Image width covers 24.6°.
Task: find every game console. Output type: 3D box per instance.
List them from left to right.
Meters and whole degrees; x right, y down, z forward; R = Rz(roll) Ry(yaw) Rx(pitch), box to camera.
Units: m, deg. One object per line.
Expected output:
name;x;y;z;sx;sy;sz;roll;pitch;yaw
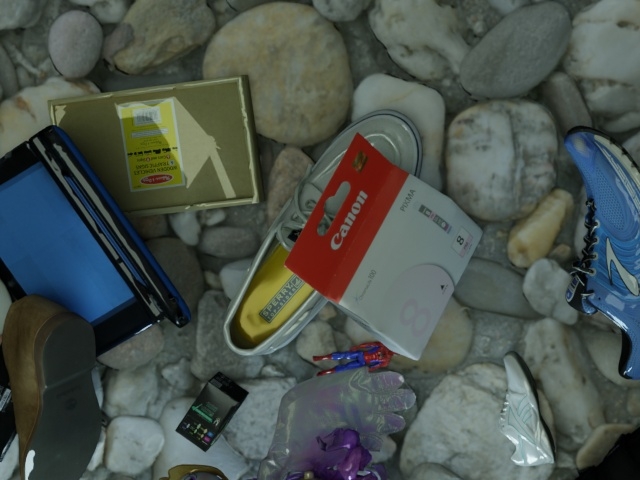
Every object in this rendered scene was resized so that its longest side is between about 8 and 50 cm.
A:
game console;-0.322;0.019;1.847;0.173;0.250;0.293;-36;100;-8

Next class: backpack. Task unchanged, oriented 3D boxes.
backpack;0.386;0.325;1.763;0.166;0.188;0.144;-42;88;12

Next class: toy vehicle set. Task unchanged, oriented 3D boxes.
toy vehicle set;-0.214;-0.117;1.904;0.267;0.035;0.166;-6;96;12

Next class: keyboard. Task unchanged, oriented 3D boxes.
keyboard;-0.439;0.204;1.991;0.100;0.038;0.192;27;105;-10

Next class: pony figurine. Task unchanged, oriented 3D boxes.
pony figurine;-0.027;0.317;1.765;0.351;0.363;0.302;-2;92;-16

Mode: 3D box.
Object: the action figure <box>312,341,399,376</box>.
action figure;0.049;0.153;1.891;0.115;0.030;0.038;-13;89;10

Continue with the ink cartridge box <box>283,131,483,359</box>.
ink cartridge box;0.082;0.011;1.749;0.066;0.232;0.189;18;74;41

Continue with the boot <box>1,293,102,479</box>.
boot;-0.364;0.209;1.935;0.115;0.112;0.305;30;124;37

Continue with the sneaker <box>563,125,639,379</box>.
sneaker;0.355;0.021;1.765;0.147;0.130;0.330;-21;92;10

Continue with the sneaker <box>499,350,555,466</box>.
sneaker;0.249;0.215;1.846;0.061;0.054;0.152;-15;94;15

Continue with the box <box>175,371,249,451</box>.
box;-0.142;0.224;1.916;0.052;0.062;0.083;34;102;4

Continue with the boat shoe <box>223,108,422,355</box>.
boat shoe;-0.008;-0.004;1.816;0.136;0.156;0.367;40;102;4

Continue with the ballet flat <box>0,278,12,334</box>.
ballet flat;-0.592;0.009;1.944;0.400;0.139;0.139;39;102;4
